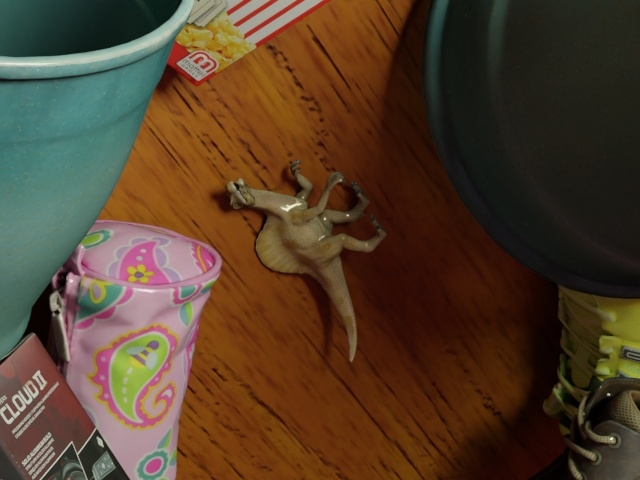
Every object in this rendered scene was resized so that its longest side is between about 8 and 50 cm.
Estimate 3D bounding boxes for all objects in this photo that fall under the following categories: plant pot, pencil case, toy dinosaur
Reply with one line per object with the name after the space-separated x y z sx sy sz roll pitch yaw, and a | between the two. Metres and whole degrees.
0.282 -0.126 0.882 0.341 0.334 0.341 0 90 -16 | plant pot
-0.153 0.123 0.974 0.124 0.124 0.284 1 113 -27 | pencil case
0.000 0.000 1.048 0.093 0.053 0.183 -34 118 10 | toy dinosaur
-0.234 -0.064 0.774 0.272 0.271 0.255 2 127 -27 | plant pot

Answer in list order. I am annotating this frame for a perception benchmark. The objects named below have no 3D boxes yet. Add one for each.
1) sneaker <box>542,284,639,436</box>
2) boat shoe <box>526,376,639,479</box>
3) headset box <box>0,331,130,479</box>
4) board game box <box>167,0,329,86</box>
0.262 0.104 1.163 0.147 0.145 0.384 -32 122 -10 | sneaker
0.248 0.167 1.083 0.355 0.132 0.130 -28 112 5 | boat shoe
-0.226 0.216 0.897 0.218 0.110 0.293 -29 100 18 | headset box
-0.059 -0.194 0.858 0.193 0.045 0.147 -28 132 32 | board game box
